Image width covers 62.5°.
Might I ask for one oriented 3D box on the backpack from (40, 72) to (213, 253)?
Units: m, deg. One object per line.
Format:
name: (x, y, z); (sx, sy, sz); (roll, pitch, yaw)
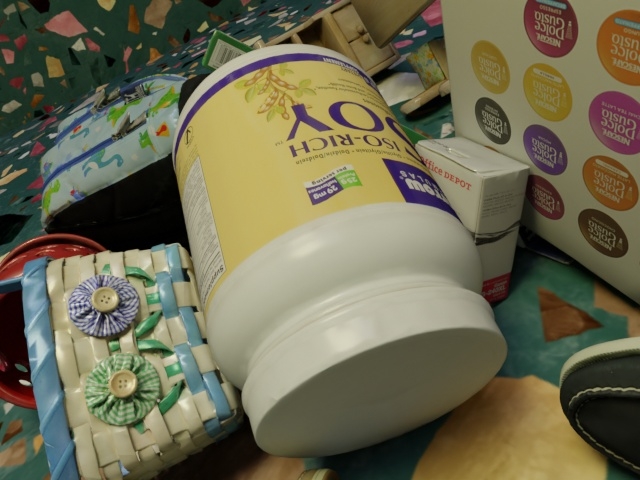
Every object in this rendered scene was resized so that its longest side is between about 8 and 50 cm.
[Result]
backpack: (-0.243, -0.098, 0.795); (0.355, 0.290, 0.273); (-33, 68, 13)

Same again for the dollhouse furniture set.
dollhouse furniture set: (0.059, -0.372, 0.903); (0.256, 0.362, 0.394); (-34, 8, -14)

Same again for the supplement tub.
supplement tub: (0.000, 0.000, 0.499); (0.241, 0.241, 0.331); (-24, 53, 2)

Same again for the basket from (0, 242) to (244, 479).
basket: (-0.235, 0.132, 0.504); (0.289, 0.201, 0.255); (-21, 71, -7)

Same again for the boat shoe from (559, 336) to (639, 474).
boat shoe: (0.295, 0.149, 0.275); (0.340, 0.127, 0.113); (15, 42, 33)

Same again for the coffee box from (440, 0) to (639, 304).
coffee box: (0.342, -0.174, 0.438); (0.338, 0.334, 0.337); (-31, 45, -11)

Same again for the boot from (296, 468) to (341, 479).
boot: (-0.081, 0.264, 0.400); (0.165, 0.077, 0.213); (-1, 45, 33)

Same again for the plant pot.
plant pot: (-0.334, 0.093, 0.680); (0.191, 0.191, 0.174); (-36, 29, -15)

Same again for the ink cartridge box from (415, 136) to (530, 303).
ink cartridge box: (0.147, -0.021, 0.550); (0.063, 0.150, 0.109); (-12, 31, -22)

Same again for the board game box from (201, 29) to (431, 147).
board game box: (-0.006, -0.189, 0.726); (0.046, 0.317, 0.213); (-64, 19, 11)

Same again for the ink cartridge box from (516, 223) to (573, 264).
ink cartridge box: (0.261, -0.086, 0.662); (0.223, 0.045, 0.224); (-42, 39, -22)
